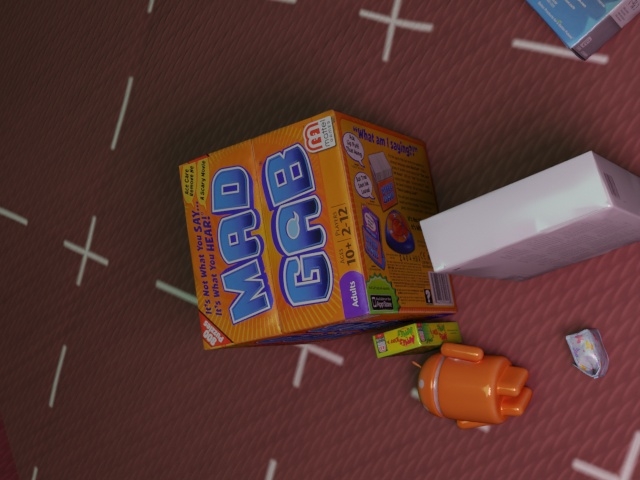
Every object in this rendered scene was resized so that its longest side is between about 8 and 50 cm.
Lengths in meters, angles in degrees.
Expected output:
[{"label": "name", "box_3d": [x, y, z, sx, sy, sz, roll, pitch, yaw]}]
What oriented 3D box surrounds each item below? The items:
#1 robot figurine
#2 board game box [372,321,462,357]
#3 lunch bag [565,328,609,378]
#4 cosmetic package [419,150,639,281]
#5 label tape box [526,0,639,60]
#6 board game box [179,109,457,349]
[{"label": "robot figurine", "box_3d": [0.274, 0.272, 1.631, 0.219, 0.158, 0.128, 1, 65, 32]}, {"label": "board game box", "box_3d": [0.184, 0.186, 1.661, 0.092, 0.181, 0.043, -20, 76, 30]}, {"label": "lunch bag", "box_3d": [0.468, 0.199, 1.543, 0.053, 0.071, 0.083, -27, 73, 27]}, {"label": "cosmetic package", "box_3d": [0.375, -0.024, 1.437, 0.284, 0.377, 0.097, -25, 72, 28]}, {"label": "label tape box", "box_3d": [0.506, -0.521, 1.551, 0.334, 0.106, 0.240, -43, 65, 22]}, {"label": "board game box", "box_3d": [0.000, 0.000, 1.690, 0.356, 0.356, 0.356, -15, 78, 31]}]
